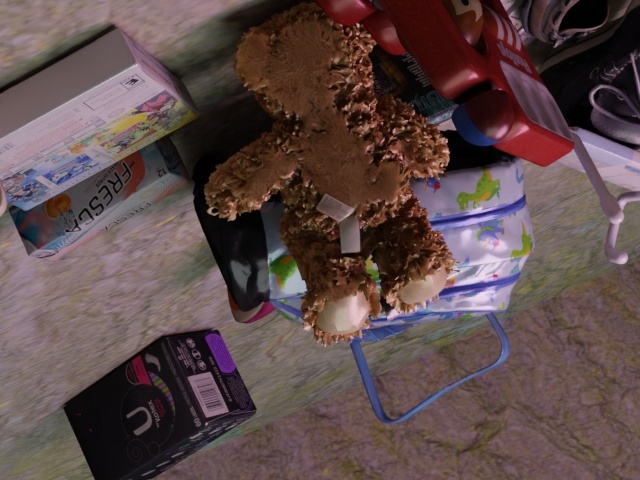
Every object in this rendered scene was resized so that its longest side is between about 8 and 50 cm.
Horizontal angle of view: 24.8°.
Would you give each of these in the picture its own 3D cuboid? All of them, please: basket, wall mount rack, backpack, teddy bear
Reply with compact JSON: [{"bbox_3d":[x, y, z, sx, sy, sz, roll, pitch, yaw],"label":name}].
[{"bbox_3d":[0.137,0.113,2.271,0.255,0.289,0.201,-35,163,26],"label":"basket"},{"bbox_3d":[0.351,-0.046,1.693,0.350,0.130,0.304,17,172,-23],"label":"wall mount rack"},{"bbox_3d":[0.058,-0.017,1.622,0.356,0.273,0.290,-22,-172,-5],"label":"backpack"},{"bbox_3d":[0.014,-0.065,1.429,0.245,0.338,0.113,-37,-165,-3],"label":"teddy bear"}]

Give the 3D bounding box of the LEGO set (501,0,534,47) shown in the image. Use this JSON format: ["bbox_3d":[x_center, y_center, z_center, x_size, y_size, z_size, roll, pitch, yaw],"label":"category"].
[{"bbox_3d":[0.158,-0.213,1.693,0.244,0.060,0.182,-45,159,22],"label":"LEGO set"}]

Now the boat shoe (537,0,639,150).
[{"bbox_3d":[0.397,-0.189,1.686,0.187,0.156,0.500,14,168,-16],"label":"boat shoe"}]

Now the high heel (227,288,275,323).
[{"bbox_3d":[0.000,0.000,1.947,0.181,0.127,0.377,-6,154,-28],"label":"high heel"}]

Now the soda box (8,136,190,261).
[{"bbox_3d":[-0.233,-0.047,1.541,0.183,0.058,0.063,-30,165,11],"label":"soda box"}]

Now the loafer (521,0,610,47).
[{"bbox_3d":[0.276,-0.257,1.592,0.096,0.084,0.267,-45,163,2],"label":"loafer"}]

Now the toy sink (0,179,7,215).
[{"bbox_3d":[-0.372,-0.025,1.193,0.234,0.152,0.131,-27,166,-3],"label":"toy sink"}]

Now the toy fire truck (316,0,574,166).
[{"bbox_3d":[0.119,-0.191,1.251,0.169,0.254,0.302,-31,165,18],"label":"toy fire truck"}]

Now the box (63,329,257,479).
[{"bbox_3d":[-0.269,0.282,2.414,0.270,0.165,0.143,-35,163,30],"label":"box"}]

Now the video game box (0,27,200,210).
[{"bbox_3d":[-0.233,-0.107,1.352,0.205,0.048,0.187,-28,164,6],"label":"video game box"}]

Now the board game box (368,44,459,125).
[{"bbox_3d":[0.058,-0.157,1.518,0.186,0.126,0.026,-24,157,-6],"label":"board game box"}]
